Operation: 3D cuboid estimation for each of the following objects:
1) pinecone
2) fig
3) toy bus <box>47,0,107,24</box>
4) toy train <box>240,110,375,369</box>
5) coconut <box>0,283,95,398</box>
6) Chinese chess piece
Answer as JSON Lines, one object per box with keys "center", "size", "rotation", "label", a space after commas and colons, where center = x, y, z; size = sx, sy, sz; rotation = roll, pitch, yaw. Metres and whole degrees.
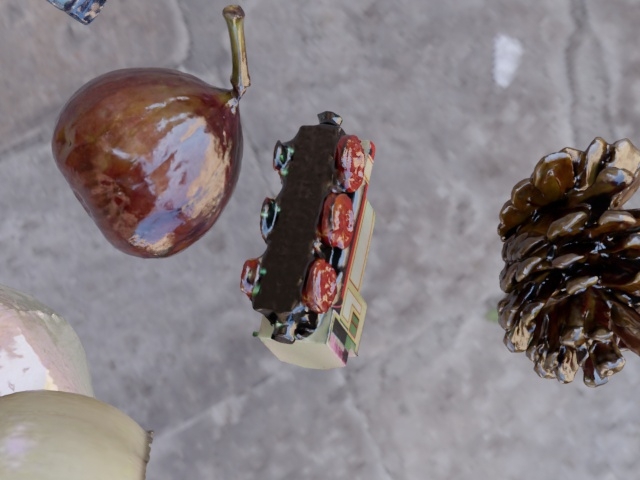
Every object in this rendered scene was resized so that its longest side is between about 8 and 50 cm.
{"center": [0.210, 0.020, 1.251], "size": [0.150, 0.195, 0.179], "rotation": [7, 145, 9], "label": "pinecone"}
{"center": [-0.149, -0.107, 1.699], "size": [0.249, 0.204, 0.186], "rotation": [-32, 174, -2], "label": "fig"}
{"center": [-0.101, -0.120, 0.467], "size": [0.075, 0.123, 0.060], "rotation": [33, 94, -46], "label": "toy bus"}
{"center": [0.000, 0.000, 0.898], "size": [0.050, 0.138, 0.087], "rotation": [3, 156, 22], "label": "toy train"}
{"center": [-0.319, 0.164, 1.307], "size": [0.309, 0.297, 0.297], "rotation": [-44, 137, -37], "label": "coconut"}
{"center": [-0.187, 0.231, 1.041], "size": [0.112, 0.270, 0.270], "rotation": [13, 116, -8], "label": "Chinese chess piece"}
